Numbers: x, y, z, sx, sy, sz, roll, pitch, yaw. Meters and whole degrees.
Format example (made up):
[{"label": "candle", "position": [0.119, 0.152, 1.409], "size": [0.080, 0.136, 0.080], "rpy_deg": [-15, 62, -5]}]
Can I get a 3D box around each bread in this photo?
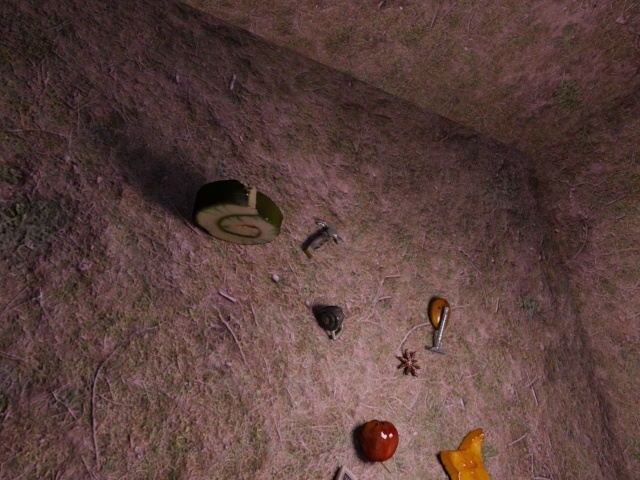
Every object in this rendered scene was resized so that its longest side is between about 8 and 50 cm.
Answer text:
[{"label": "bread", "position": [-0.331, -0.112, 1.825], "size": [0.366, 0.382, 0.129], "rpy_deg": [10, 63, -13]}]

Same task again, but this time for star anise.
[{"label": "star anise", "position": [0.422, 0.587, 2.122], "size": [0.141, 0.042, 0.141], "rpy_deg": [15, 60, -27]}]

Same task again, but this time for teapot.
[{"label": "teapot", "position": [0.069, 0.354, 1.993], "size": [0.149, 0.111, 0.108], "rpy_deg": [53, 36, 11]}]

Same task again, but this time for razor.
[{"label": "razor", "position": [0.614, 0.452, 2.253], "size": [0.106, 0.068, 0.231], "rpy_deg": [22, 79, -22]}]

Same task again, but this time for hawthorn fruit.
[{"label": "hawthorn fruit", "position": [0.239, 0.844, 1.817], "size": [0.163, 0.163, 0.203], "rpy_deg": [11, 78, -27]}]

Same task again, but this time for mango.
[{"label": "mango", "position": [0.627, 0.385, 2.336], "size": [0.115, 0.090, 0.178], "rpy_deg": [34, 59, -21]}]

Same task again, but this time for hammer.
[{"label": "hammer", "position": [0.000, 0.000, 2.186], "size": [0.158, 0.041, 0.226], "rpy_deg": [47, 50, 0]}]

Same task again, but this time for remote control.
[{"label": "remote control", "position": [0.080, 0.961, 1.684], "size": [0.087, 0.029, 0.190], "rpy_deg": [49, 38, -8]}]

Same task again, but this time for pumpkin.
[{"label": "pumpkin", "position": [0.678, 1.026, 2.007], "size": [0.290, 0.095, 0.258], "rpy_deg": [-3, 62, -37]}]
